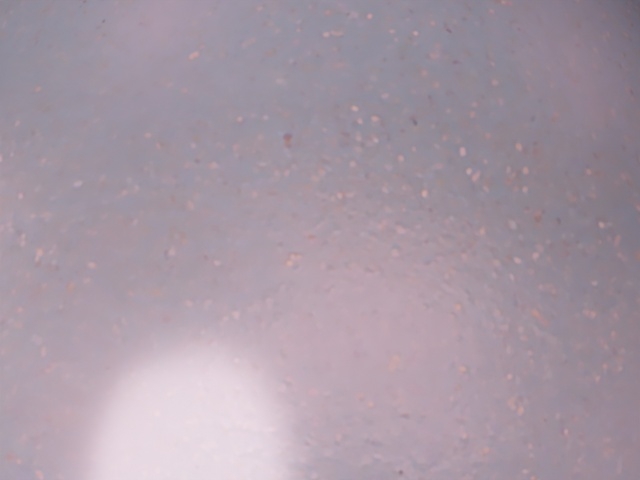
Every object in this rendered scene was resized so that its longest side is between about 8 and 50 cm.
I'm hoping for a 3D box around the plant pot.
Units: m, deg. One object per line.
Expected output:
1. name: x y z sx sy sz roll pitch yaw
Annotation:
1. plant pot: 0.000 0.000 0.442 0.293 0.293 0.196 6 88 17
